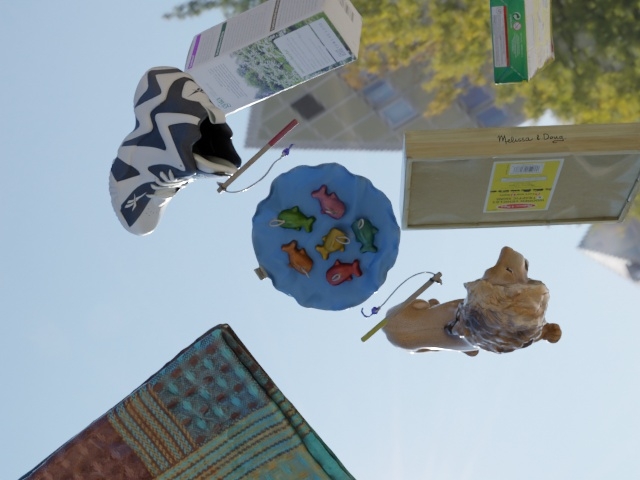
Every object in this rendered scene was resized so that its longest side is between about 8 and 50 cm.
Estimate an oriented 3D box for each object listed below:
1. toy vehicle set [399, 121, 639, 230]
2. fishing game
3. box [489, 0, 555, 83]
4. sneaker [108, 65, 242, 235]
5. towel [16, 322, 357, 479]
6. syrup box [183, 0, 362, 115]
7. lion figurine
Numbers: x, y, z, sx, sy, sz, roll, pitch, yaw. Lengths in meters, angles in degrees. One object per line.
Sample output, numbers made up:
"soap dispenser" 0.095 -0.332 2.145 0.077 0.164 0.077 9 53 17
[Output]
"toy vehicle set" 0.223 -0.068 1.118 0.166 0.266 0.035 87 -179 -63
"fishing game" 0.000 0.000 1.177 0.264 0.189 0.041 50 -156 -5
"box" 0.232 -0.244 1.127 0.179 0.043 0.105 -36 -56 -59
"sneaker" -0.176 -0.084 1.252 0.153 0.235 0.094 35 -155 31
"towel" -0.051 0.275 0.678 0.370 0.271 0.040 51 -172 -4
"syrup box" -0.067 -0.270 1.392 0.093 0.236 0.096 48 -144 -38
"lion figurine" 0.210 0.126 1.551 0.240 0.392 0.142 -1 -108 -44
